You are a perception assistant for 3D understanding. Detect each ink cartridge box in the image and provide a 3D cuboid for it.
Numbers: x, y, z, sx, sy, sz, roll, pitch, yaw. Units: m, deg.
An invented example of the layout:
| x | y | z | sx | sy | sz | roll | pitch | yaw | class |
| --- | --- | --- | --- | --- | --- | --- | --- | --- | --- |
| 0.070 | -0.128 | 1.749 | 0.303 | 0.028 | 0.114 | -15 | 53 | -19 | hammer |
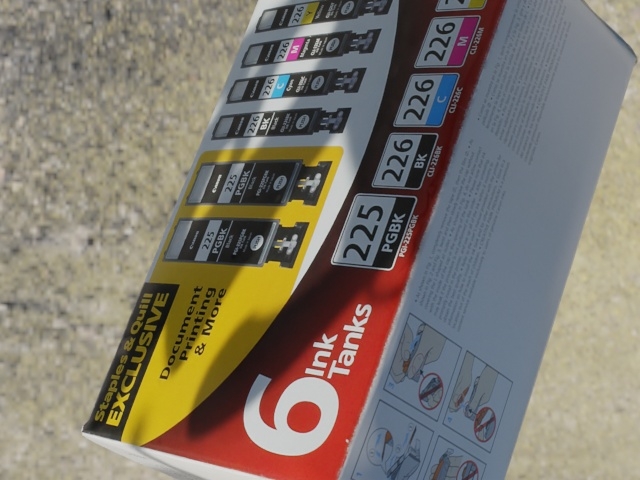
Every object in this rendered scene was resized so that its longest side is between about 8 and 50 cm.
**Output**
| x | y | z | sx | sy | sz | roll | pitch | yaw | class |
| --- | --- | --- | --- | --- | --- | --- | --- | --- | --- |
| 0.000 | 0.000 | 0.760 | 0.272 | 0.309 | 0.130 | 2 | 156 | 45 | ink cartridge box |
